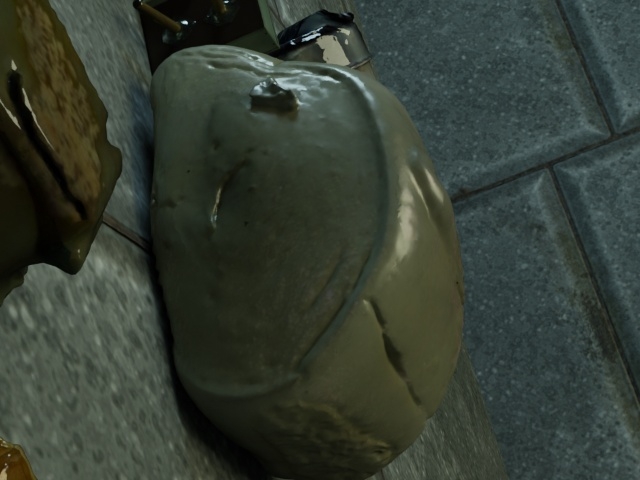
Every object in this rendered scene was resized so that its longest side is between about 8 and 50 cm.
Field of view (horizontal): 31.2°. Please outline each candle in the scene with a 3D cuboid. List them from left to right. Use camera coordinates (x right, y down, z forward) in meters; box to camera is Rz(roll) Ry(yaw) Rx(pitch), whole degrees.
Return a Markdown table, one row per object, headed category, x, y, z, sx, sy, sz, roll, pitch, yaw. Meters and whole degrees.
| category | x | y | z | sx | sy | sz | roll | pitch | yaw |
| --- | --- | --- | --- | --- | --- | --- | --- | --- | --- |
| candle | 0.007 | -0.074 | 1.255 | 0.187 | 0.187 | 0.330 | -63 | 131 | -74 |

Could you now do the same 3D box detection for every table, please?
| category | x | y | z | sx | sy | sz | roll | pitch | yaw |
| --- | --- | --- | --- | --- | --- | --- | --- | --- | --- |
| table | -0.137 | -0.285 | 1.126 | 0.111 | 0.121 | 0.240 | 47 | 24 | -59 |

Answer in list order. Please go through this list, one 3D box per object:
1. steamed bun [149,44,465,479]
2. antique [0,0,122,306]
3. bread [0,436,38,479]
| category | x | y | z | sx | sy | sz | roll | pitch | yaw |
| --- | --- | --- | --- | --- | --- | --- | --- | --- | --- |
| steamed bun | 0.003 | -0.004 | 0.989 | 0.247 | 0.236 | 0.383 | 53 | 20 | -54 |
| antique | -0.203 | -0.099 | 0.535 | 0.150 | 0.125 | 0.284 | -83 | 149 | -62 |
| bread | -0.140 | 0.168 | 0.543 | 0.052 | 0.044 | 0.157 | 5 | 66 | -83 |
